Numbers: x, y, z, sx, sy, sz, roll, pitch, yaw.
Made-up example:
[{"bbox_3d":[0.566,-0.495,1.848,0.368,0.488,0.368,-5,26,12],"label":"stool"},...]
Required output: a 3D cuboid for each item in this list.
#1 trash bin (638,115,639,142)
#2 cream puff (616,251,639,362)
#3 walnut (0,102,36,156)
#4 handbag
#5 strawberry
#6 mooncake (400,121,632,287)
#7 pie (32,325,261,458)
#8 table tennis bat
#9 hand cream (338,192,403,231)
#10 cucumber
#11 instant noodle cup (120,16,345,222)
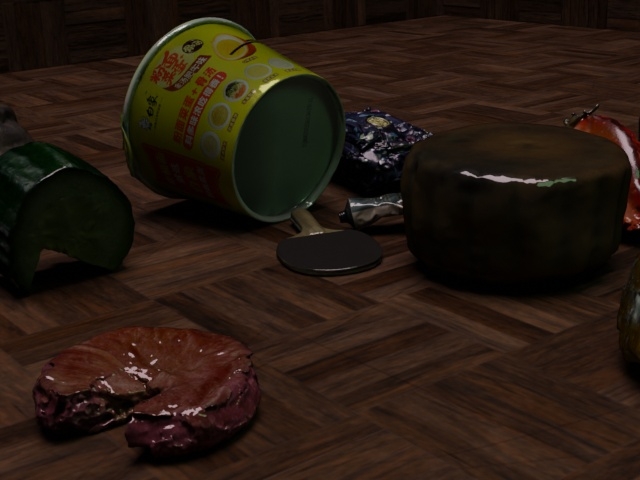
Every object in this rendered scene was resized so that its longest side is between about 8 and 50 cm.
[{"bbox_3d":[0.559,-0.066,1.377,0.222,0.158,0.343,-2,23,8],"label":"trash bin"},{"bbox_3d":[0.360,0.072,1.024,0.116,0.146,0.146,15,18,-2],"label":"cream puff"},{"bbox_3d":[-0.548,-0.127,1.642,0.224,0.224,0.224,-2,18,1],"label":"walnut"},{"bbox_3d":[0.084,-0.154,1.768,0.161,0.113,0.260,-16,24,-22],"label":"handbag"},{"bbox_3d":[0.410,-0.090,1.492,0.098,0.174,0.228,35,-2,-42],"label":"strawberry"},{"bbox_3d":[0.247,-0.046,1.337,0.290,0.161,0.290,-1,19,0],"label":"mooncake"},{"bbox_3d":[-0.163,0.138,0.998,0.218,0.054,0.204,2,19,13],"label":"pie"},{"bbox_3d":[0.000,0.000,1.452,0.138,0.022,0.246,-7,20,-15],"label":"table tennis bat"},{"bbox_3d":[0.144,-0.072,1.507,0.247,0.052,0.075,-20,2,2],"label":"hand cream"},{"bbox_3d":[-0.345,-0.035,1.363,0.191,0.191,0.130,-14,30,-32],"label":"cucumber"},{"bbox_3d":[-0.121,-0.170,1.601,0.311,0.312,0.221,-19,33,-40],"label":"instant noodle cup"}]
